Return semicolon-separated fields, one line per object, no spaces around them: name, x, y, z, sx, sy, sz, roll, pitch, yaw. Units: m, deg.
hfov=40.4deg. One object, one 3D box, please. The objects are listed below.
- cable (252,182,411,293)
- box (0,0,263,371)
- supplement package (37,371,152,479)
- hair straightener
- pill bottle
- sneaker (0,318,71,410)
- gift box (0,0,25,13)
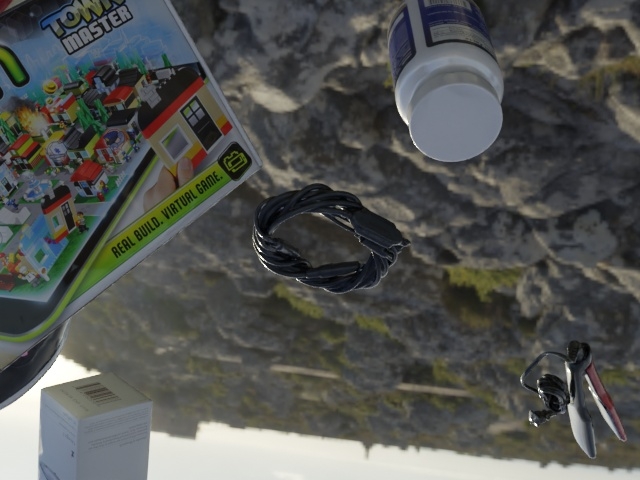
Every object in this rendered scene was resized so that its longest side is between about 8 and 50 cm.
cable;0.000;0.000;0.994;0.184;0.047;0.150;23;141;-27
box;-0.128;-0.021;0.344;0.036;0.207;0.114;-2;124;53
supplement package;-0.289;0.276;1.106;0.105;0.179;0.105;-8;-160;-44
hair straightener;0.262;0.174;0.910;0.089;0.047;0.230;-32;141;3
pill bottle;0.178;-0.239;1.249;0.153;0.265;0.153;0;131;0
sneaker;-0.308;0.049;0.922;0.104;0.296;0.147;32;170;4
gift box;-0.354;-0.193;0.795;0.255;0.258;0.276;39;-179;-29
